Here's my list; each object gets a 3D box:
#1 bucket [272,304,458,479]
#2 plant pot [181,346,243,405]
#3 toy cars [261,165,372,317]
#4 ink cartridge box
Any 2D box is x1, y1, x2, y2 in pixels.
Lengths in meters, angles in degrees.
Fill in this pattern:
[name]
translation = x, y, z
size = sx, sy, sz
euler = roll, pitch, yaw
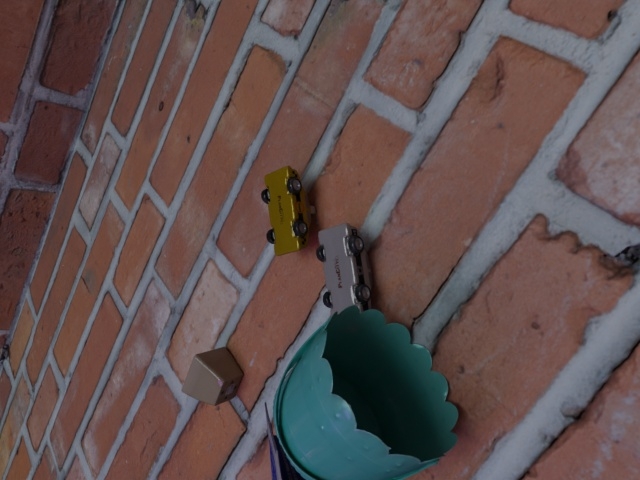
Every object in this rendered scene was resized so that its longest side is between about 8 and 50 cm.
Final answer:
[bucket]
translation = 0.066, 0.272, 0.825
size = 0.183, 0.281, 0.281
euler = -51, 54, 30
[plant pot]
translation = -0.258, 0.343, 1.220
size = 0.096, 0.109, 0.109
euler = 30, 105, 28
[toy cars]
translation = 0.000, 0.000, 1.038
size = 0.393, 0.087, 0.176
euler = 47, 120, 32
[ink cartridge box]
translation = -0.051, 0.485, 0.908
size = 0.303, 0.072, 0.307
euler = 161, 105, -79
